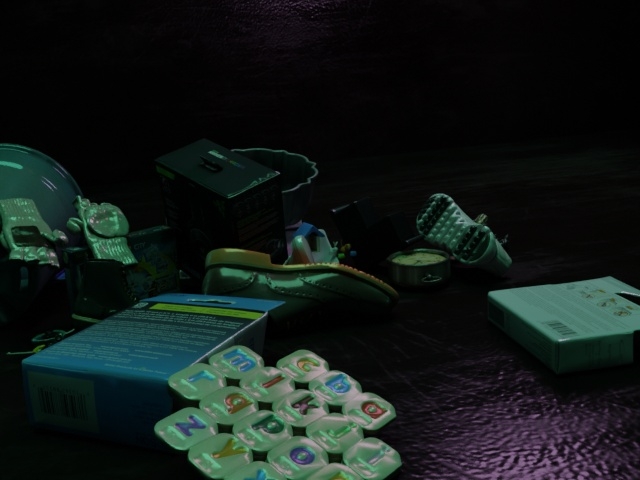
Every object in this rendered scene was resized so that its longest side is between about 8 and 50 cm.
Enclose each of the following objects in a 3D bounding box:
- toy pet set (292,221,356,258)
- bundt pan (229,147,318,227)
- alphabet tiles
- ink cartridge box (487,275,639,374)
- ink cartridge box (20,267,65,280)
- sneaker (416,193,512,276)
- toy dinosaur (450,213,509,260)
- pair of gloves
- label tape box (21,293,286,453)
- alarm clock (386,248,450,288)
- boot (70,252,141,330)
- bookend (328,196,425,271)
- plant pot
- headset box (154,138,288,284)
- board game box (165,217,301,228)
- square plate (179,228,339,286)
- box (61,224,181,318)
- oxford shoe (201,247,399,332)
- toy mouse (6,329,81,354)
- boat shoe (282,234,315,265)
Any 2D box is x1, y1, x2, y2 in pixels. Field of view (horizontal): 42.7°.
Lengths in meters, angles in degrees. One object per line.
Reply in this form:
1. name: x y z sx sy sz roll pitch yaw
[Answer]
1. toy pet set: 0.000 0.000 1.802 0.122 0.065 0.114 -10 17 -30
2. bundt pan: -0.168 -0.108 1.929 0.331 0.124 0.331 0 24 0
3. alphabet tiles: -0.048 0.224 0.996 0.284 0.021 0.278 29 31 30
4. ink cartridge box: 0.437 0.132 1.349 0.239 0.060 0.275 -6 13 -10
5. ink cartridge box: -0.719 0.051 2.022 0.311 0.065 0.186 -1 14 6
6. sneaker: 0.308 -0.008 1.786 0.118 0.110 0.292 30 12 -32
7. toy dinosaur: 0.367 0.005 1.905 0.118 0.064 0.268 0 19 30
8. pair of gloves: -0.473 -0.019 1.531 0.240 0.042 0.204 1 40 -29
9. label tape box: -0.232 0.180 1.241 0.249 0.115 0.347 3 13 23
10. alarm clock: 0.207 0.064 1.682 0.129 0.064 0.192 -5 11 -6
11. boot: -0.342 0.100 1.485 0.198 0.137 0.077 7 5 -28
12. bookend: 0.123 -0.036 1.809 0.156 0.157 0.072 -32 -7 40
13. plant pot: -0.685 0.003 1.703 0.341 0.341 0.334 -5 21 -5
14. headset box: -0.194 -0.045 1.645 0.131 0.283 0.246 -29 41 -34
15. board game box: -0.238 -0.049 2.160 0.318 0.066 0.318 -7 3 -13
16. square plate: -0.145 0.042 1.908 0.347 0.049 0.344 -5 13 -4
17. box: -0.390 0.070 1.631 0.233 0.159 0.044 -16 18 -42
18. oxford shoe: -0.038 0.114 1.501 0.363 0.133 0.130 8 -27 -2
19. toy mouse: -0.451 0.183 1.455 0.161 0.031 0.143 -4 14 0
20. boat shoe: -0.041 0.057 1.599 0.063 0.184 0.066 -14 58 2
